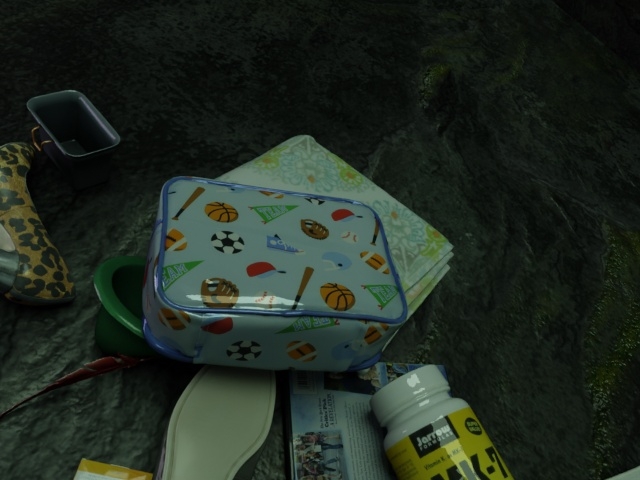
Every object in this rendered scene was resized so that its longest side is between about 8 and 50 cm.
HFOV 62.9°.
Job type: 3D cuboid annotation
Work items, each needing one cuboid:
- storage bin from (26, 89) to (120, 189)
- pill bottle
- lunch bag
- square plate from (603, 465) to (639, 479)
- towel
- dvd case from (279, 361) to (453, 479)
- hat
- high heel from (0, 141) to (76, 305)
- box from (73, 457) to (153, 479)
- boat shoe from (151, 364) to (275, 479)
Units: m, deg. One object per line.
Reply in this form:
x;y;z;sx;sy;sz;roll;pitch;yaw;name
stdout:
-0.375;-0.143;0.787;0.098;0.091;0.135;-30;67;-38;storage bin
0.148;0.263;0.618;0.119;0.119;0.208;-12;58;-30;pill bottle
-0.050;0.032;0.629;0.303;0.115;0.243;8;40;-19;lunch bag
0.419;0.472;0.632;0.347;0.049;0.344;-3;53;-25;square plate
0.000;0.000;0.827;0.374;0.090;0.320;39;45;14;towel
0.073;0.247;0.695;0.253;0.022;0.180;7;51;-18;dvd case
-0.246;0.138;0.655;0.208;0.183;0.173;28;17;-28;hat
-0.391;-0.027;0.714;0.186;0.093;0.261;34;30;-23;high heel
-0.225;0.298;0.523;0.081;0.028;0.136;17;50;-9;box
-0.131;0.265;0.560;0.112;0.095;0.335;22;42;-8;boat shoe
